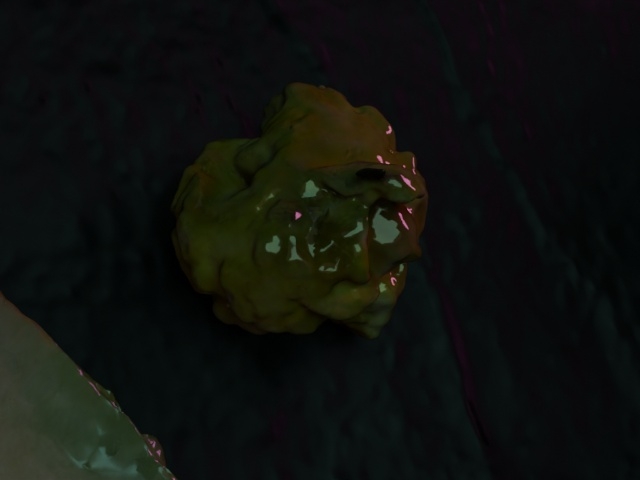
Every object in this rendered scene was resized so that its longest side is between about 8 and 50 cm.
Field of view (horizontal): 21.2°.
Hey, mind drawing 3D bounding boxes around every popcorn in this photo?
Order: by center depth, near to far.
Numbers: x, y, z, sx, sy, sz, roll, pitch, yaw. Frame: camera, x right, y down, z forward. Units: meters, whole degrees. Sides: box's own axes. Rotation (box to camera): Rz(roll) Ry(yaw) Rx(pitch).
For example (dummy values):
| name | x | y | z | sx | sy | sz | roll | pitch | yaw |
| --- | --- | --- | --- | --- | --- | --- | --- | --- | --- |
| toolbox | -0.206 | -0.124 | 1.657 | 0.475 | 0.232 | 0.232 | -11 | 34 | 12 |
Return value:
| name | x | y | z | sx | sy | sz | roll | pitch | yaw |
| --- | --- | --- | --- | --- | --- | --- | --- | --- | --- |
| popcorn | 0.000 | 0.000 | 0.538 | 0.084 | 0.084 | 0.084 | 6 | 70 | -17 |

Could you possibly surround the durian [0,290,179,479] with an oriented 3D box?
| name | x | y | z | sx | sy | sz | roll | pitch | yaw |
| --- | --- | --- | --- | --- | --- | --- | --- | --- | --- |
| durian | -0.082 | 0.083 | 0.433 | 0.144 | 0.139 | 0.252 | -27 | 82 | -29 |
